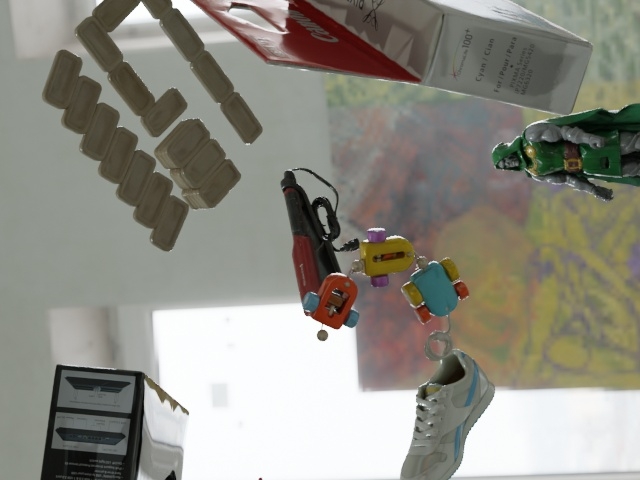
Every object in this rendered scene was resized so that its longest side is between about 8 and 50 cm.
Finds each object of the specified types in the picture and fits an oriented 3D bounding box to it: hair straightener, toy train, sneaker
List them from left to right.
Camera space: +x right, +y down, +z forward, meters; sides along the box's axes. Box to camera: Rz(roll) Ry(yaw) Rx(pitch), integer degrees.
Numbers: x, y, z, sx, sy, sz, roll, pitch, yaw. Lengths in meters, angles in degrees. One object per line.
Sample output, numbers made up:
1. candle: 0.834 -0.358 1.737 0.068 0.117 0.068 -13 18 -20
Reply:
1. hair straightener: 0.000 0.000 1.721 0.047 0.089 0.230 -52 40 35
2. toy train: 0.065 0.054 1.437 0.125 0.166 0.046 -69 22 5
3. sneaker: 0.164 0.258 2.028 0.092 0.087 0.229 53 -131 -27

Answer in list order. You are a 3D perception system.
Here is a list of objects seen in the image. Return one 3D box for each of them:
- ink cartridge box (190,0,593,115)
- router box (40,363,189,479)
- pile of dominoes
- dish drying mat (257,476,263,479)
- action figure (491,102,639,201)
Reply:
1. ink cartridge box: 0.035 -0.191 1.168 0.296 0.261 0.066 46 125 58
2. router box: -0.190 0.256 1.319 0.309 0.081 0.243 80 -165 -76
3. pile of dominoes: -0.185 -0.136 1.527 0.196 0.040 0.251 -50 -62 -28
4. dish drying mat: -0.061 0.331 1.742 0.032 0.008 0.083 110 143 -51
5. action figure: 0.297 -0.092 1.523 0.063 0.232 0.137 -71 -26 -46
